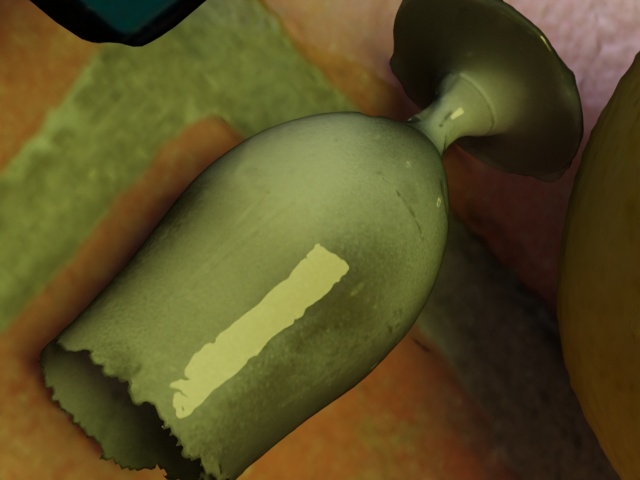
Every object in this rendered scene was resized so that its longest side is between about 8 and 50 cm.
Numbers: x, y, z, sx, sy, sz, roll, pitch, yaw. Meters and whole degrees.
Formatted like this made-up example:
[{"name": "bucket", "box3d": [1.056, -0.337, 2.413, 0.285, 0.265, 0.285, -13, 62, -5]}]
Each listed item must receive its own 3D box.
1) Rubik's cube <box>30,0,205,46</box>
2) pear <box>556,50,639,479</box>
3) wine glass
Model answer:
[{"name": "Rubik's cube", "box3d": [-0.041, -0.276, 0.448, 0.283, 0.288, 0.293, 40, 47, -22]}, {"name": "pear", "box3d": [0.258, 0.024, 0.616, 0.348, 0.348, 0.348, 2, 86, -32]}, {"name": "wine glass", "box3d": [0.000, 0.000, 0.608, 0.222, 0.103, 0.103, -43, 109, -26]}]
